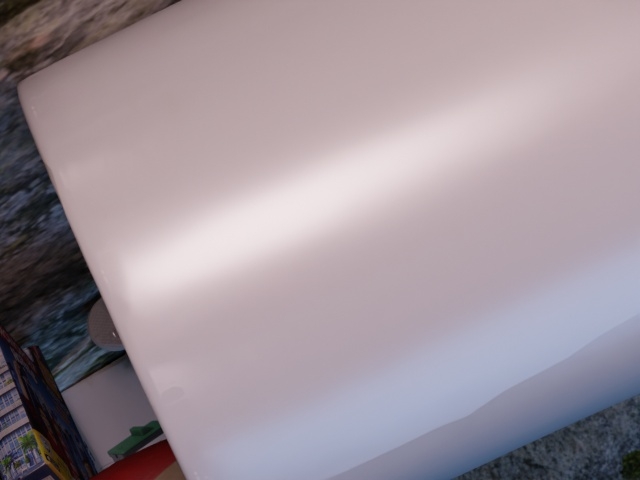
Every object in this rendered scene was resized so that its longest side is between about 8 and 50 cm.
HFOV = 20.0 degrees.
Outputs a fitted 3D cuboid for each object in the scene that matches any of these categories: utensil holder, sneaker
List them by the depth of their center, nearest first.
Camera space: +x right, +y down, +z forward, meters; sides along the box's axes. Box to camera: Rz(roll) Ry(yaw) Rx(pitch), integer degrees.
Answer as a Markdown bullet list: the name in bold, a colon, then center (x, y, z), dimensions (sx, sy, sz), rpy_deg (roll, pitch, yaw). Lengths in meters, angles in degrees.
- **utensil holder**: center (0.062, -0.031, 1.038), dimensions (0.385, 0.327, 0.327), rpy_deg (-24, 165, -4)
- **sneaker**: center (-0.118, 0.037, 1.489), dimensions (0.158, 0.061, 0.065), rpy_deg (-26, 177, 3)

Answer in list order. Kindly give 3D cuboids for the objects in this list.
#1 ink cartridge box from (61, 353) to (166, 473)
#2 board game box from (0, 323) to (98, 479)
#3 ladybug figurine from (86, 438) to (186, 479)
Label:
- **ink cartridge box**: center (-0.154, 0.231, 1.698), dimensions (0.092, 0.219, 0.160), rpy_deg (-28, 164, -16)
- **board game box**: center (-0.225, 0.142, 1.362), dimensions (0.060, 0.194, 0.194), rpy_deg (-28, 145, -2)
- **ladybug figurine**: center (-0.127, 0.278, 1.250), dimensions (0.449, 0.162, 0.305), rpy_deg (-37, 139, -45)
